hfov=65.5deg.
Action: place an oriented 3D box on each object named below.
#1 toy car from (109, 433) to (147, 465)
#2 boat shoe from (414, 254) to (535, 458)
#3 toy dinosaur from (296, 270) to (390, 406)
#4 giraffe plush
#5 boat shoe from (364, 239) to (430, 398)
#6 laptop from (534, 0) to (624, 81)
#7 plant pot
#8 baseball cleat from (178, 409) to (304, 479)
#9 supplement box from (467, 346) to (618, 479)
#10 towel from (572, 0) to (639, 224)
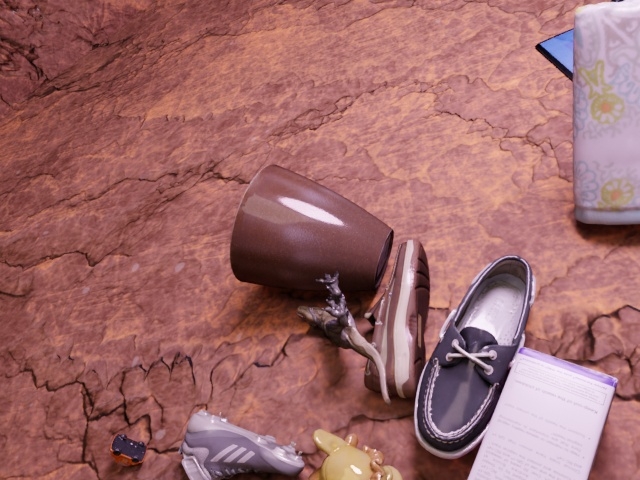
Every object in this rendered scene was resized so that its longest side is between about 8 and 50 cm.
[{"bbox_3d":[-0.303,0.364,0.771,0.040,0.060,0.122,-51,37,22],"label":"toy car"},{"bbox_3d":[0.210,0.141,0.675,0.115,0.091,0.302,16,52,23],"label":"boat shoe"},{"bbox_3d":[0.030,0.122,0.739,0.064,0.118,0.268,-23,23,-17],"label":"toy dinosaur"},{"bbox_3d":[0.022,0.331,0.608,0.210,0.181,0.170,-21,26,19],"label":"giraffe plush"},{"bbox_3d":[0.112,0.111,0.774,0.095,0.095,0.257,-6,52,26],"label":"boat shoe"},{"bbox_3d":[0.602,-0.440,0.974,0.137,0.264,0.234,2,45,-23],"label":"laptop"},{"bbox_3d":[0.000,0.000,0.852,0.231,0.215,0.215,16,60,15],"label":"plant pot"},{"bbox_3d":[-0.120,0.325,0.728,0.206,0.072,0.109,10,72,34],"label":"baseball cleat"},{"bbox_3d":[0.254,0.258,0.585,0.114,0.111,0.220,16,61,32],"label":"supplement box"},{"bbox_3d":[0.553,-0.187,0.683,0.375,0.320,0.090,-5,22,18],"label":"towel"}]
